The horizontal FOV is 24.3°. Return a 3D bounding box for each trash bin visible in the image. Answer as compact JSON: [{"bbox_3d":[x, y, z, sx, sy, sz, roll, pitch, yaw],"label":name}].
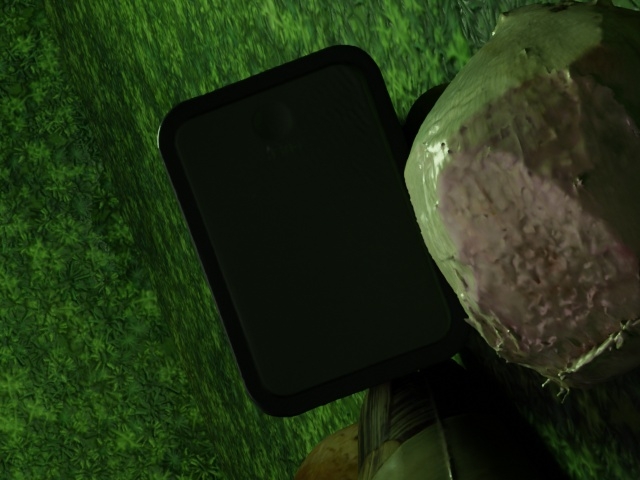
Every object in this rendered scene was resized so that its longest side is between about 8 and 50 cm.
[{"bbox_3d":[0.000,0.000,1.147,0.343,0.158,0.223,53,-164,-87],"label":"trash bin"}]

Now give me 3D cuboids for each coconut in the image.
[{"bbox_3d":[0.134,-0.033,0.755,0.194,0.194,0.194,160,90,-75],"label":"coconut"}]

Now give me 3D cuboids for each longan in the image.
[{"bbox_3d":[0.096,-0.077,1.062,0.083,0.075,0.075,-59,-36,-53],"label":"longan"}]

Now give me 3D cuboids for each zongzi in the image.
[{"bbox_3d":[0.033,0.240,1.176,0.289,0.317,0.154,-127,30,-46],"label":"zongzi"}]

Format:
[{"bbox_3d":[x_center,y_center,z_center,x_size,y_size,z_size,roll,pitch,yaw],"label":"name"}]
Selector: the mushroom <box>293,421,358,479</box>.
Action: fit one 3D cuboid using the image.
[{"bbox_3d":[0.055,0.314,1.433,0.263,0.195,0.283,62,164,10],"label":"mushroom"}]
